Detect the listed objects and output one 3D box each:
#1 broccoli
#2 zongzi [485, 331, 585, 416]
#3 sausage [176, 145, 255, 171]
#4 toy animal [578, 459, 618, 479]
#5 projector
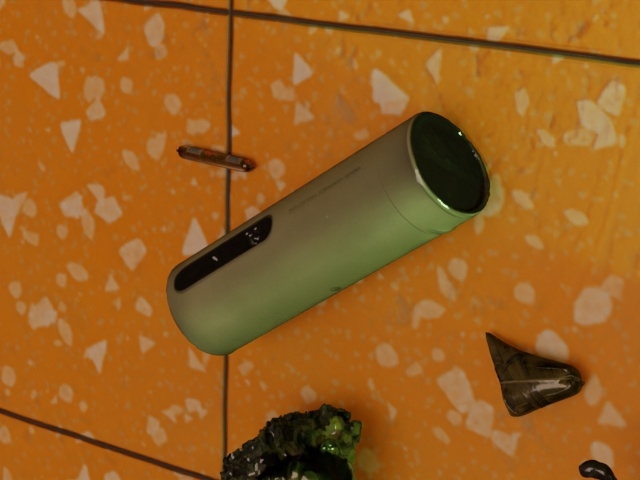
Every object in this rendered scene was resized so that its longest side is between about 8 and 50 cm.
[{"bbox_3d":[0.014,0.311,1.552,0.165,0.145,0.304,-21,100,27],"label":"broccoli"},{"bbox_3d":[0.191,0.108,1.421,0.076,0.040,0.083,-26,68,31],"label":"zongzi"},{"bbox_3d":[-0.106,-0.082,1.593,0.100,0.015,0.015,13,109,33],"label":"sausage"},{"bbox_3d":[0.322,0.231,1.316,0.232,0.084,0.148,-17,88,31],"label":"toy animal"},{"bbox_3d":[0.000,0.000,1.482,0.337,0.108,0.108,-31,83,37],"label":"projector"}]
